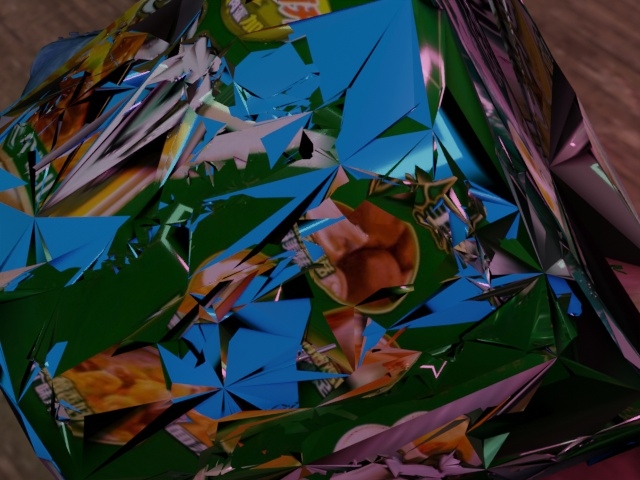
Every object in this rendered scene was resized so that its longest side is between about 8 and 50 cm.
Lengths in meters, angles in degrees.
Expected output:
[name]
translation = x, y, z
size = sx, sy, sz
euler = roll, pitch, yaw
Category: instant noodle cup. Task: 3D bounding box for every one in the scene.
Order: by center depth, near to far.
[instant noodle cup]
translation = 0.000, 0.000, 0.633
size = 0.178, 0.240, 0.240
euler = -27, 45, 14

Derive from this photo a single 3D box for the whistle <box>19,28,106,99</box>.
[whistle]
translation = -0.077, -0.050, 0.813
size = 0.090, 0.090, 0.158
euler = 3, 14, 27
